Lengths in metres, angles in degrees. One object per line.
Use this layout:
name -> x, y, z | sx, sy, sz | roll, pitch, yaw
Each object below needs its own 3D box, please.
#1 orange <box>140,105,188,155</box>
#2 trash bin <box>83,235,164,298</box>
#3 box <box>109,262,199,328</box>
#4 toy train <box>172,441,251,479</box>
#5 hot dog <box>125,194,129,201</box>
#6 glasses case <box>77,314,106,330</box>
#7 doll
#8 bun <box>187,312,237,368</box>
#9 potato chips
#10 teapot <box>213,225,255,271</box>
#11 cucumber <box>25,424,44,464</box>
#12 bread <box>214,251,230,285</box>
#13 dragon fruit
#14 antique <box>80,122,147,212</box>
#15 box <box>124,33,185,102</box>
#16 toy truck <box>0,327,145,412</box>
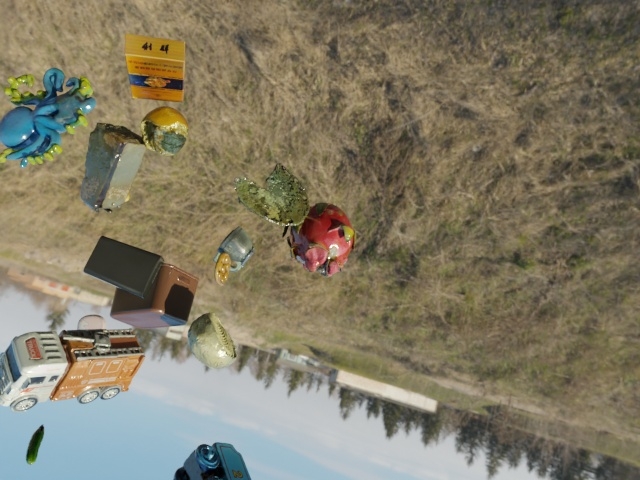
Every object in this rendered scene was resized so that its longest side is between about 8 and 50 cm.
orange -> -0.490, -0.340, 1.452 | 0.134, 0.157, 0.156 | -4, -178, -41
trash bin -> -0.721, 0.097, 1.711 | 0.225, 0.165, 0.115 | 22, 165, -6
box -> -0.773, 0.265, 2.153 | 0.339, 0.230, 0.239 | -10, 149, 26
toy train -> -0.384, 0.925, 1.735 | 0.265, 0.188, 0.300 | 32, -168, -43
hot dog -> -0.940, -0.280, 2.192 | 0.066, 0.216, 0.047 | -14, 166, -17
glasses case -> -1.002, 0.474, 2.032 | 0.113, 0.297, 0.075 | 0, 180, -5
doll -> -0.844, -0.368, 1.414 | 0.341, 0.346, 0.099 | -14, 158, 0
bun -> -0.470, 0.439, 1.975 | 0.152, 0.259, 0.259 | -27, 164, -4
potato chips -> -0.126, -0.126, 1.269 | 0.219, 0.202, 0.029 | -13, 163, -40
teapot -> -0.284, 0.037, 1.544 | 0.108, 0.149, 0.111 | 41, 176, -4
cucumber -> -0.929, 0.659, 1.509 | 0.037, 0.037, 0.155 | 24, -159, -26
bread -> -0.311, 0.090, 1.470 | 0.024, 0.110, 0.110 | 7, 164, 9
dragon fruit -> -0.001, -0.005, 1.394 | 0.224, 0.224, 0.227 | 18, -155, -6
antique -> -0.682, -0.225, 1.513 | 0.150, 0.284, 0.125 | 32, -160, 19
box -> -0.465, -0.479, 1.317 | 0.152, 0.070, 0.237 | 0, 171, -17
toy truck -> -0.752, 0.373, 1.419 | 0.173, 0.207, 0.387 | 49, -160, 30
